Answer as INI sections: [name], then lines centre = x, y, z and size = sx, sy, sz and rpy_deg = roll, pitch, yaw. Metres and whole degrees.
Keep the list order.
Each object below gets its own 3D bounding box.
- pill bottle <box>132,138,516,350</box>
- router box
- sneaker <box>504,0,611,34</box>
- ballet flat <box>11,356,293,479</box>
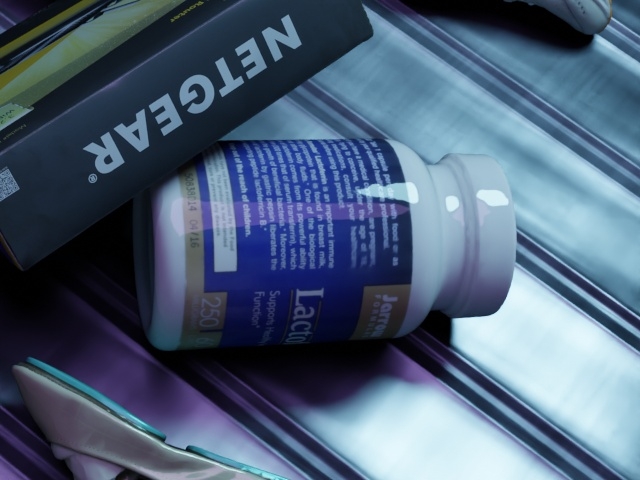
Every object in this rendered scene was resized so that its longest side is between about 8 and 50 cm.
[pill bottle]
centre = 0.000, 0.000, 1.093
size = 0.264, 0.153, 0.153
rpy_deg = -2, 59, -13
[router box]
centre = -0.153, -0.118, 1.072
size = 0.309, 0.081, 0.243
rpy_deg = -36, 29, -21
[sneaker]
centre = 0.140, -0.252, 1.334
size = 0.262, 0.121, 0.099
rpy_deg = 35, 11, -10
[ballet flat]
centre = -0.113, 0.164, 1.014
size = 0.248, 0.086, 0.086
rpy_deg = 25, 56, 2
